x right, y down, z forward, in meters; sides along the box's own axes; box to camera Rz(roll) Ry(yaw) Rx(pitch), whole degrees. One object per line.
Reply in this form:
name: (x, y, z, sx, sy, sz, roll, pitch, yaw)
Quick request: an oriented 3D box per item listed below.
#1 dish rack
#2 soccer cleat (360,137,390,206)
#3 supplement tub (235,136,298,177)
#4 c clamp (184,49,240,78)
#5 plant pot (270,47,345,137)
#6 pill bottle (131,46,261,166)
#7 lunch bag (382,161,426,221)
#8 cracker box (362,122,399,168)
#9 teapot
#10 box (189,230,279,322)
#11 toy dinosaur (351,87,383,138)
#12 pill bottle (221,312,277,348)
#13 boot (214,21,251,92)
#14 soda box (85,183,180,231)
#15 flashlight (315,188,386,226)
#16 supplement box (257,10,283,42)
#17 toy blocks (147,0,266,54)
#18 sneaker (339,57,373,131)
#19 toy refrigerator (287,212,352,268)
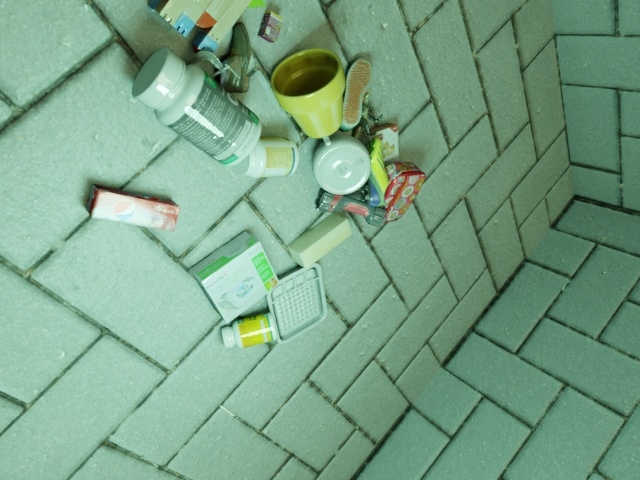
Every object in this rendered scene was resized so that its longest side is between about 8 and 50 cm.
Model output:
dish rack: (-0.111, 0.269, 2.021, 0.285, 0.072, 0.333, -27, 124, -29)
soccer cleat: (0.238, -0.284, 1.929, 0.121, 0.093, 0.290, 6, 87, -18)
supplement tub: (-0.195, -0.299, 1.646, 0.199, 0.144, 0.145, -8, 114, -36)
c clamp: (-0.356, -0.526, 1.434, 0.160, 0.022, 0.137, -17, 145, 20)
plant pot: (-0.022, -0.508, 1.642, 0.254, 0.254, 0.239, -46, 146, -14)
pill bottle: (-0.373, -0.403, 1.412, 0.361, 0.204, 0.204, 34, 87, -43)
lunch bag: (0.318, -0.215, 2.073, 0.258, 0.120, 0.293, -9, 138, -39)
cracker box: (0.273, -0.389, 2.042, 0.155, 0.067, 0.233, -25, 123, -28)
teapot: (0.075, -0.325, 1.839, 0.252, 0.187, 0.256, 10, 123, -15)
box: (-0.324, 0.136, 1.752, 0.261, 0.126, 0.231, -36, 130, -21)
toy dinosaur: (0.189, -0.494, 1.912, 0.064, 0.118, 0.269, -55, 163, -76)
pill bottle: (-0.290, 0.371, 1.861, 0.208, 0.118, 0.118, -13, 119, -9)
boot: (-0.288, -0.588, 1.483, 0.106, 0.082, 0.220, -18, 122, -36)
soda box: (-0.589, -0.101, 1.454, 0.263, 0.083, 0.092, 11, 102, -41)
flashlight: (0.131, -0.133, 1.946, 0.303, 0.103, 0.103, 19, 124, -18)
supplement box: (-0.168, -0.720, 1.546, 0.054, 0.043, 0.084, 14, 99, -42)
toy blocks: (-0.374, -0.715, 1.309, 0.261, 0.191, 0.381, -50, 143, 7)
sneaker: (0.124, -0.575, 1.823, 0.108, 0.121, 0.303, 20, 78, -14)
toy refrigerator: (0.000, 0.000, 1.970, 0.269, 0.102, 0.094, -37, 129, -22)
